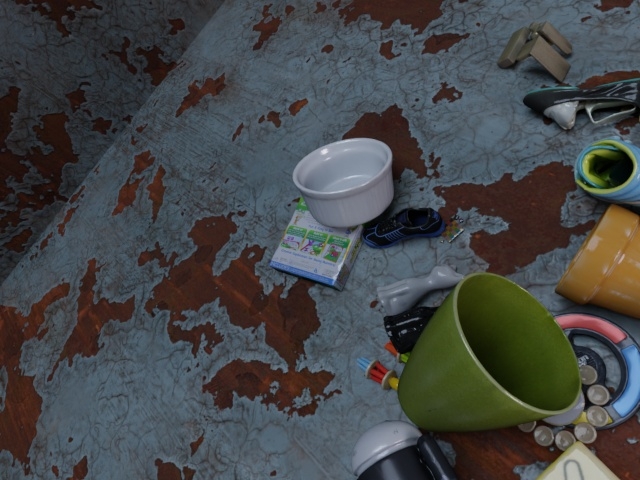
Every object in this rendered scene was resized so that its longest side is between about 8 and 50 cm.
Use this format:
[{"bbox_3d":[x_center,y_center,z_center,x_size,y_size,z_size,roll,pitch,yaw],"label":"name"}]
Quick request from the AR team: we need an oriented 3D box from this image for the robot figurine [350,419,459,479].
[{"bbox_3d":[0.172,0.499,0.950,0.209,0.174,0.278,-30,52,2],"label":"robot figurine"}]

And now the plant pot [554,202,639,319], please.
[{"bbox_3d":[0.594,0.061,0.922,0.187,0.205,0.205,32,84,23],"label":"plant pot"}]

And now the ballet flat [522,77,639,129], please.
[{"bbox_3d":[0.636,-0.326,1.162,0.280,0.095,0.096,1,78,33],"label":"ballet flat"}]

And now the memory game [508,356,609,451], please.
[{"bbox_3d":[0.454,0.305,0.928,0.186,0.012,0.186,-18,59,33],"label":"memory game"}]

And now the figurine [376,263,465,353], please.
[{"bbox_3d":[0.249,0.141,1.118,0.209,0.092,0.215,-25,23,11],"label":"figurine"}]

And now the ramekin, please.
[{"bbox_3d":[0.073,-0.158,1.338,0.276,0.135,0.277,-12,37,9],"label":"ramekin"}]

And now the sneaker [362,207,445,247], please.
[{"bbox_3d":[0.205,-0.041,1.271,0.232,0.090,0.082,-13,58,29],"label":"sneaker"}]

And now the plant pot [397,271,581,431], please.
[{"bbox_3d":[0.283,0.256,0.940,0.294,0.274,0.275,-54,40,42],"label":"plant pot"}]

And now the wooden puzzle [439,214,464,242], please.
[{"bbox_3d":[0.336,-0.026,1.238,0.083,0.006,0.049,-42,50,6],"label":"wooden puzzle"}]

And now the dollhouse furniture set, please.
[{"bbox_3d":[0.596,-0.509,1.326,0.144,0.123,0.151,-60,16,-9],"label":"dollhouse furniture set"}]

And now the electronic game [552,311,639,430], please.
[{"bbox_3d":[0.511,0.253,0.948,0.229,0.048,0.230,-15,58,26],"label":"electronic game"}]

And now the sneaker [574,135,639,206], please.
[{"bbox_3d":[0.567,-0.144,0.957,0.319,0.208,0.127,-119,44,-76],"label":"sneaker"}]

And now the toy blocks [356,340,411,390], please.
[{"bbox_3d":[0.164,0.289,1.143,0.148,0.054,0.123,25,80,39],"label":"toy blocks"}]

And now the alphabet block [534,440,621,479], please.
[{"bbox_3d":[0.440,0.474,0.779,0.192,0.193,0.197,-44,50,2],"label":"alphabet block"}]

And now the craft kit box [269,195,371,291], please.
[{"bbox_3d":[0.000,0.000,1.406,0.249,0.061,0.247,15,76,37],"label":"craft kit box"}]
